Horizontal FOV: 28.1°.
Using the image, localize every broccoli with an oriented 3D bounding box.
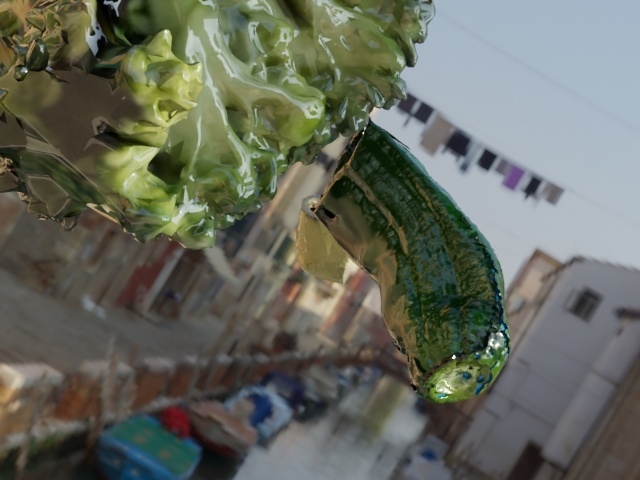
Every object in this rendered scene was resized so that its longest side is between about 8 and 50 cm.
[{"bbox_3d":[-0.095,-0.162,0.776,0.281,0.347,0.293,78,5,-45],"label":"broccoli"}]

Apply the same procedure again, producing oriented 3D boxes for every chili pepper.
[{"bbox_3d":[0.060,0.006,0.859,0.061,0.098,0.224,22,31,-42],"label":"chili pepper"}]

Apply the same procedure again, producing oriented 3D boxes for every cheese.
[{"bbox_3d":[-0.001,0.000,1.170,0.041,0.060,0.084,0,26,-30],"label":"cheese"}]
